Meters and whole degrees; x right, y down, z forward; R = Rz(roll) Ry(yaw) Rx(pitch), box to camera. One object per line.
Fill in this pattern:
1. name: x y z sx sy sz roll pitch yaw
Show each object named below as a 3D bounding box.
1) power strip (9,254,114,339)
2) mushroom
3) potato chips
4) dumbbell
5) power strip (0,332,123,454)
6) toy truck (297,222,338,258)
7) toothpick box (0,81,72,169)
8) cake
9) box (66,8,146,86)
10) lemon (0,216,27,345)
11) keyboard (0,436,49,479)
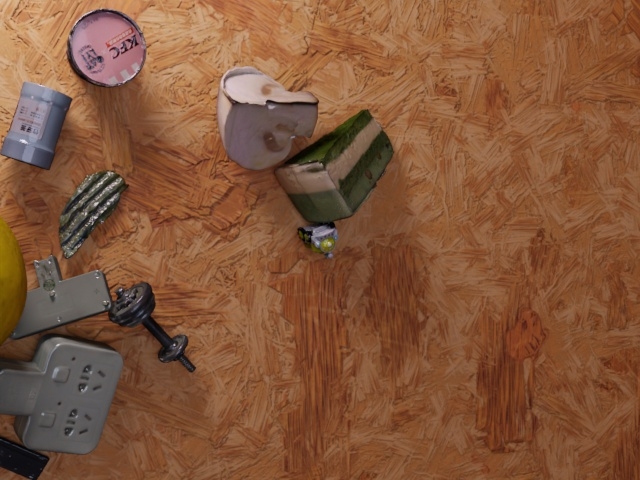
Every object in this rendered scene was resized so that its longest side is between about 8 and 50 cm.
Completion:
1. power strip: -0.546 0.104 1.786 0.216 0.061 0.145 -18 81 -6
2. mushroom: -0.141 -0.267 1.907 0.236 0.162 0.173 -3 132 -33
3. potato chips: -0.491 -0.063 1.831 0.092 0.028 0.207 42 78 -19
4. dumbbell: -0.350 0.193 1.875 0.110 0.110 0.254 -43 114 -12
5. power strip: -0.569 0.304 1.801 0.261 0.141 0.229 17 90 -36
6. toy truck: 0.000 0.000 1.985 0.076 0.111 0.076 -20 108 -17
7. toothpick box: -0.566 -0.227 1.745 0.101 0.101 0.153 18 87 -22
8. cake: 0.032 -0.171 2.010 0.158 0.172 0.283 58 41 -19
9. box: -0.439 -0.382 1.762 0.151 0.135 0.151 -3 98 -24
10. lemon: -0.705 0.068 1.603 0.348 0.348 0.347 -2 96 -21
11. keyboard: -0.664 0.438 1.820 0.196 0.018 0.060 32 91 -21
